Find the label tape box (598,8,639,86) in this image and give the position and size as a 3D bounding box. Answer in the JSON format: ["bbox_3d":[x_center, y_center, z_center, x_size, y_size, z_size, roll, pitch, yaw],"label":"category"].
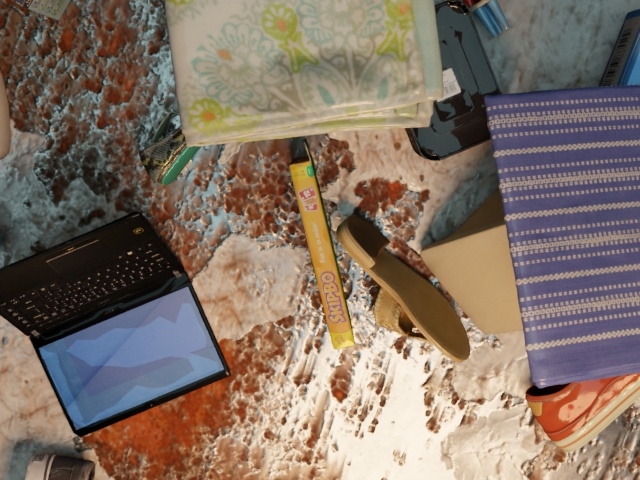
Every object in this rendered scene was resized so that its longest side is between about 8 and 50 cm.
[{"bbox_3d":[0.518,-0.119,1.321,0.347,0.115,0.249,19,96,-6],"label":"label tape box"}]

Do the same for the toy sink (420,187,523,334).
[{"bbox_3d":[0.264,0.014,1.310,0.131,0.234,0.153,-43,98,-25],"label":"toy sink"}]

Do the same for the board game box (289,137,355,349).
[{"bbox_3d":[0.000,0.000,1.319,0.039,0.124,0.259,-11,98,1],"label":"board game box"}]

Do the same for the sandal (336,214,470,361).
[{"bbox_3d":[0.094,0.078,1.369,0.240,0.088,0.079,49,126,0],"label":"sandal"}]

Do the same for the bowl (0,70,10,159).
[{"bbox_3d":[-0.476,-0.165,1.325,0.142,0.053,0.142,-6,96,-1],"label":"bowl"}]

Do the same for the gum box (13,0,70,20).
[{"bbox_3d":[-0.391,-0.328,1.238,0.157,0.184,0.041,32,96,-4],"label":"gum box"}]

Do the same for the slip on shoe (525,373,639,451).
[{"bbox_3d":[0.400,0.131,1.352,0.101,0.123,0.331,43,100,-2],"label":"slip on shoe"}]

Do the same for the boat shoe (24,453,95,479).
[{"bbox_3d":[-0.346,0.437,1.387,0.102,0.108,0.301,4,90,0],"label":"boat shoe"}]

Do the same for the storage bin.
[{"bbox_3d":[0.152,-0.202,1.316,0.122,0.084,0.180,-23,97,2],"label":"storage bin"}]

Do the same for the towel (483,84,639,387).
[{"bbox_3d":[0.319,-0.010,1.190,0.243,0.040,0.336,-6,84,-19],"label":"towel"}]

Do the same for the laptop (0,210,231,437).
[{"bbox_3d":[-0.275,0.115,1.323,0.234,0.264,0.136,-23,61,1],"label":"laptop"}]

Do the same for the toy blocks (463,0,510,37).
[{"bbox_3d":[0.221,-0.346,1.312,0.123,0.054,0.148,-33,97,4],"label":"toy blocks"}]

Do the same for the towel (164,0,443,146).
[{"bbox_3d":[-0.029,-0.306,1.224,0.320,0.090,0.374,-6,95,4],"label":"towel"}]

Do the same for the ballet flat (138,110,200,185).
[{"bbox_3d":[-0.161,-0.156,1.329,0.188,0.070,0.070,-45,96,1],"label":"ballet flat"}]
